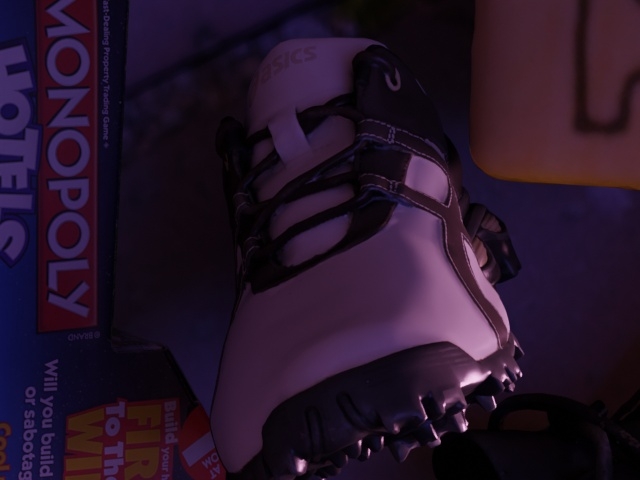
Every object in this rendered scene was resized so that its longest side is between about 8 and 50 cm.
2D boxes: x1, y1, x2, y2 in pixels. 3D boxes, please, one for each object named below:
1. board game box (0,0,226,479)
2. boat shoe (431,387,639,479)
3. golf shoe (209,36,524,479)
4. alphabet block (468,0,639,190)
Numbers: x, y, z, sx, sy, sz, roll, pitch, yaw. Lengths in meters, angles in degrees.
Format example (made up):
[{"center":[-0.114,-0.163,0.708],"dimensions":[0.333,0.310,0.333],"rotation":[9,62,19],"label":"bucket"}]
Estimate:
[{"center":[-0.105,0.026,0.453],"dimensions":[0.194,0.060,0.194],"rotation":[0,98,-35],"label":"board game box"},{"center":[0.067,0.104,0.543],"dimensions":[0.113,0.127,0.340],"rotation":[43,84,-18],"label":"boat shoe"},{"center":[0.000,0.000,0.465],"dimensions":[0.077,0.198,0.094],"rotation":[-24,99,9],"label":"golf shoe"},{"center":[0.167,-0.111,0.503],"dimensions":[0.192,0.193,0.197],"rotation":[-7,101,-55],"label":"alphabet block"}]
